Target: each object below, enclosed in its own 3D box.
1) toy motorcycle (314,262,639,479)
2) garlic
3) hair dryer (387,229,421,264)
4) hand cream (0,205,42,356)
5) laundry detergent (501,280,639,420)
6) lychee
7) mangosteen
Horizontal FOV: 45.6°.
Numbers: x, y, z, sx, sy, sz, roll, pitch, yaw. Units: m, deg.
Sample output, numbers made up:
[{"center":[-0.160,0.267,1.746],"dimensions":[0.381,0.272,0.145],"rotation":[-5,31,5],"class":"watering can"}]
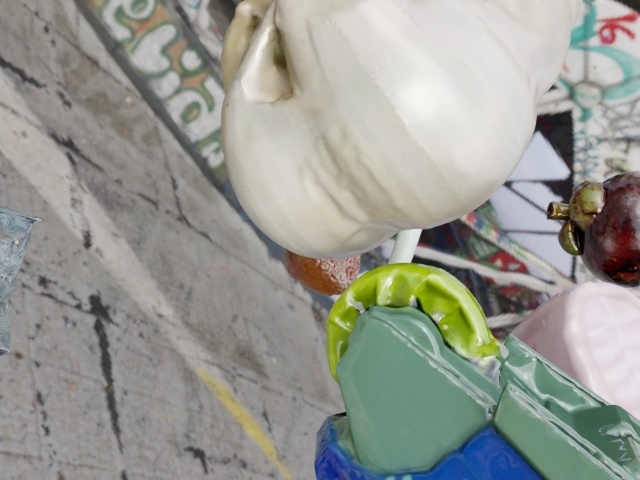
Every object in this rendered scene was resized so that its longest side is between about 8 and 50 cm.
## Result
[{"center":[0.114,0.169,0.403],"dimensions":[0.326,0.200,0.191],"rotation":[35,12,10],"class":"toy motorcycle"},{"center":[0.051,-0.117,0.449],"dimensions":[0.203,0.281,0.185],"rotation":[42,0,-41],"class":"garlic"},{"center":[0.161,-0.037,1.204],"dimensions":[0.131,0.236,0.073],"rotation":[4,18,-37],"class":"hair dryer"},{"center":[-0.483,0.066,1.161],"dimensions":[0.075,0.052,0.247],"rotation":[41,48,-59],"class":"hand cream"},{"center":[0.186,0.168,0.655],"dimensions":[0.335,0.088,0.159],"rotation":[107,-28,-57],"class":"laundry detergent"},{"center":[0.005,0.004,1.012],"dimensions":[0.101,0.114,0.140],"rotation":[8,60,-33],"class":"lychee"},{"center":[0.431,-0.021,1.112],"dimensions":[0.200,0.200,0.200],"rotation":[53,15,-21],"class":"mangosteen"}]
